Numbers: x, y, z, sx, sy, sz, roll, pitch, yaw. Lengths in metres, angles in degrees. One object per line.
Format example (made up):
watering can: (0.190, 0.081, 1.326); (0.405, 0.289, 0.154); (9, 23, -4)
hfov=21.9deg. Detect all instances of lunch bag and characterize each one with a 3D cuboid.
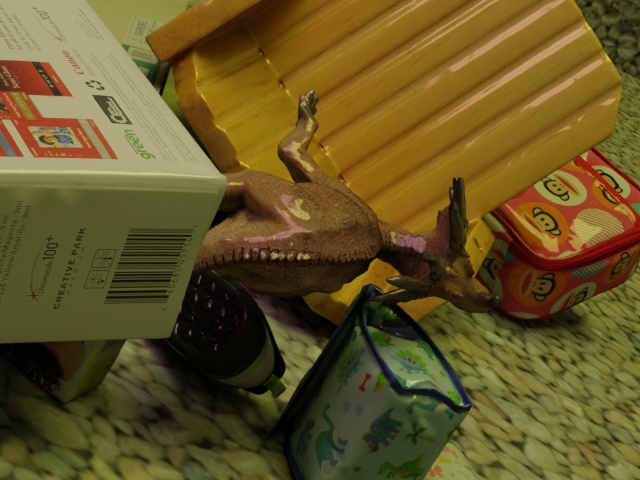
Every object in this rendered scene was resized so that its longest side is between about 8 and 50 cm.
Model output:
lunch bag: (0.093, 0.193, 1.289); (0.083, 0.053, 0.071); (8, 26, -29)
lunch bag: (0.030, 0.120, 1.256); (0.096, 0.129, 0.151); (22, 22, -26)
lunch bag: (0.239, -0.055, 1.904); (0.258, 0.120, 0.293); (-19, 53, -36)

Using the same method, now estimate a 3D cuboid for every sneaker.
sneaker: (-0.104, 0.051, 1.343); (0.234, 0.084, 0.097); (50, 3, 41)

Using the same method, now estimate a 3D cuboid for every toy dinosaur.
toy dinosaur: (0.000, 0.000, 1.179); (0.200, 0.127, 0.296); (31, 30, 30)

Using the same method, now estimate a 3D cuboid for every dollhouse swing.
dollhouse swing: (0.090, -0.139, 1.548); (0.347, 0.305, 0.315); (58, 19, -5)

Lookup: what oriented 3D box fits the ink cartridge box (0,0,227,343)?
ink cartridge box: (-0.256, -0.076, 1.063); (0.272, 0.130, 0.309); (1, 35, -35)

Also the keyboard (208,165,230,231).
keyboard: (-0.066, -0.048, 1.683); (0.201, 0.033, 0.317); (44, 22, 30)

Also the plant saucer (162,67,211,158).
plant saucer: (-0.170, -0.132, 1.637); (0.241, 0.037, 0.241); (14, 21, -5)

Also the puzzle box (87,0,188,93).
puzzle box: (-0.278, -0.200, 1.606); (0.272, 0.052, 0.409); (15, 21, -5)

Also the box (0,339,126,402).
box: (-0.240, 0.011, 1.183); (0.232, 0.087, 0.058); (35, 19, 13)
